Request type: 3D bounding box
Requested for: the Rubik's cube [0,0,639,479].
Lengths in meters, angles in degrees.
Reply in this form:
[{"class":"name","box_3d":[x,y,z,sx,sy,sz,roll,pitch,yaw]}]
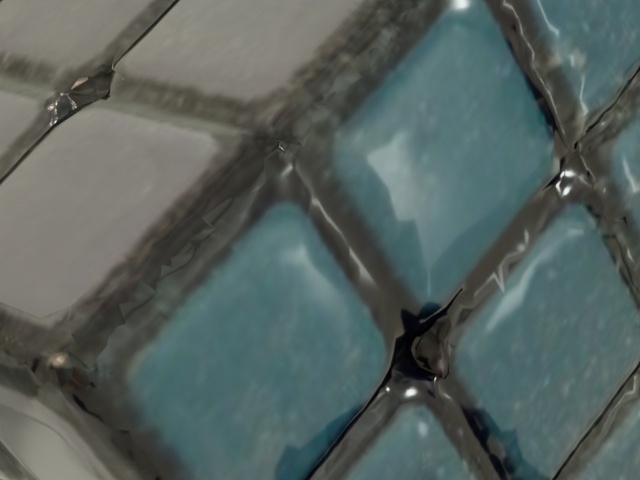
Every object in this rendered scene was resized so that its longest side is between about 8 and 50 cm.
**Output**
[{"class":"Rubik's cube","box_3d":[0.000,0.000,0.704,0.344,0.344,0.337,16,-31,46]}]
